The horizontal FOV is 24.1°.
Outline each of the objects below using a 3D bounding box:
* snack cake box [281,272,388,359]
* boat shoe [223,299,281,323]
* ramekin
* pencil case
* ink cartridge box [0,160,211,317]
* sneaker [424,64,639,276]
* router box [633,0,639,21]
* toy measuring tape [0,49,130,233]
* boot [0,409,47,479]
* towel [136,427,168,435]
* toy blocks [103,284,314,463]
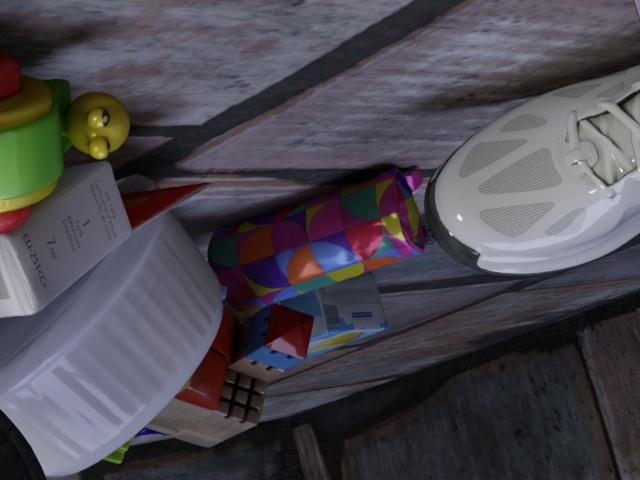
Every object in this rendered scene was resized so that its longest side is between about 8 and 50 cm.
[{"bbox_3d":[-0.056,0.128,2.155,0.264,0.089,0.152,-23,167,35],"label":"snack cake box"},{"bbox_3d":[-0.138,0.112,1.913,0.122,0.110,0.341,-19,168,19],"label":"boat shoe"},{"bbox_3d":[-0.202,0.079,1.270,0.273,0.127,0.273,-37,-160,16],"label":"ramekin"},{"bbox_3d":[0.000,0.000,1.584,0.236,0.104,0.104,-18,168,18],"label":"pencil case"},{"bbox_3d":[-0.271,-0.009,1.124,0.296,0.066,0.261,-7,-161,27],"label":"ink cartridge box"},{"bbox_3d":[0.303,-0.128,1.290,0.447,0.169,0.257,-21,161,-9],"label":"sneaker"},{"bbox_3d":[0.363,-0.224,0.990,0.335,0.082,0.301,-17,169,13],"label":"router box"},{"bbox_3d":[-0.277,-0.053,0.911,0.330,0.121,0.121,-7,167,-16],"label":"toy measuring tape"},{"bbox_3d":[-0.365,0.097,0.967,0.284,0.138,0.377,18,161,41],"label":"boot"},{"bbox_3d":[-0.232,0.157,1.864,0.076,0.228,0.308,-57,161,4],"label":"towel"},{"bbox_3d":[-0.187,0.102,1.523,0.381,0.190,0.261,20,155,-18],"label":"toy blocks"}]
